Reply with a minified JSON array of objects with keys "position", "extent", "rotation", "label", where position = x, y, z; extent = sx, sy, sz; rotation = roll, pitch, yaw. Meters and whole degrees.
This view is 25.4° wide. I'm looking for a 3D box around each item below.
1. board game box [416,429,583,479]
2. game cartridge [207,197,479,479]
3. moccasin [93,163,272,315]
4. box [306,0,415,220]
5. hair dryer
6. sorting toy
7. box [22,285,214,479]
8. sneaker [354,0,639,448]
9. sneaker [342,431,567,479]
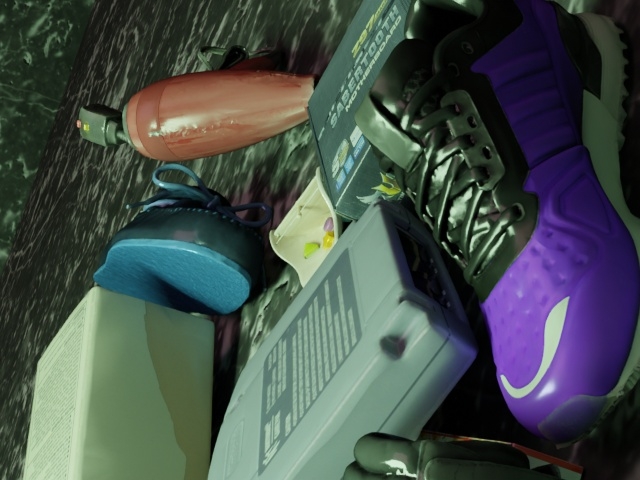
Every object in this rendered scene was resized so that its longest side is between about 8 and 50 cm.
[{"position":[0.053,0.176,0.757],"extent":[0.193,0.045,0.147],"rotation":[-7,64,69],"label":"board game box"},{"position":[0.004,0.088,0.849],"extent":[0.196,0.060,0.294],"rotation":[-50,10,10],"label":"game cartridge"},{"position":[-0.136,-0.007,1.331],"extent":[0.117,0.137,0.342],"rotation":[-60,20,-16],"label":"moccasin"},{"position":[0.072,-0.145,1.016],"extent":[0.233,0.059,0.183],"rotation":[-60,19,23],"label":"box"},{"position":[-0.094,-0.150,1.348],"extent":[0.223,0.080,0.293],"rotation":[-33,29,-23],"label":"hair dryer"},{"position":[0.000,0.000,1.102],"extent":[0.083,0.044,0.075],"rotation":[-52,32,40],"label":"sorting toy"},{"position":[-0.175,0.212,1.190],"extent":[0.148,0.121,0.311],"rotation":[-47,34,44],"label":"box"},{"position":[0.083,-0.029,0.731],"extent":[0.102,0.146,0.293],"rotation":[-53,25,41],"label":"sneaker"},{"position":[0.073,0.164,0.565],"extent":[0.295,0.104,0.147],"rotation":[24,94,58],"label":"sneaker"}]
